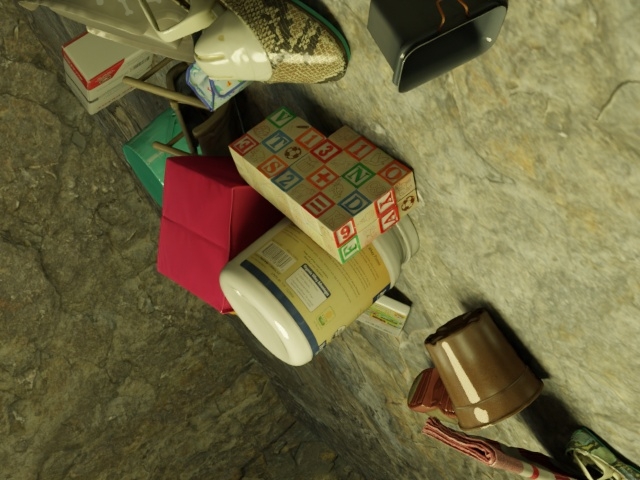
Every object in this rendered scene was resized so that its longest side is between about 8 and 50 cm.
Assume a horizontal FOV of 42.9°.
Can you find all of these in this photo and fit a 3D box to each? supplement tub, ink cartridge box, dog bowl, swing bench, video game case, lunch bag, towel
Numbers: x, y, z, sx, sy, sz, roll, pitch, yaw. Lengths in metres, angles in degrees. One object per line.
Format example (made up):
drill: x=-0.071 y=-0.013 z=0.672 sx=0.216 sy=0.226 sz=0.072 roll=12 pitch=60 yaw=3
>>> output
supplement tub: x=0.001 y=0.047 z=1.472 sx=0.228 sy=0.316 sz=0.228 roll=44 pitch=162 yaw=19
ink cartridge box: x=-0.531 y=-0.445 z=2.048 sx=0.114 sy=0.197 sz=0.273 roll=53 pitch=163 yaw=-2
dog bowl: x=-0.382 y=-0.437 z=1.543 sx=0.349 sy=0.102 sz=0.349 roll=16 pitch=-175 yaw=-1
swing bench: x=-0.268 y=-0.264 z=1.813 sx=0.255 sy=0.165 sz=0.253 roll=38 pitch=159 yaw=24
video game case: x=0.082 y=0.136 z=1.802 sx=0.227 sy=0.026 sz=0.206 roll=24 pitch=162 yaw=8
lunch bag: x=-0.166 y=-0.319 z=1.470 sx=0.096 sy=0.129 sz=0.151 roll=48 pitch=162 yaw=5
towel: x=0.374 y=0.400 z=1.472 sx=0.329 sy=0.037 sz=0.237 roll=22 pitch=174 yaw=-22

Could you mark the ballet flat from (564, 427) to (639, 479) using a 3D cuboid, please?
ballet flat: x=0.492 y=0.396 z=1.370 sx=0.188 sy=0.070 sz=0.070 roll=37 pitch=159 yaw=39

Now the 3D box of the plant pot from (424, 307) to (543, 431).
plant pot: x=0.273 y=0.218 z=1.420 sx=0.165 sy=0.167 sz=0.167 roll=59 pitch=163 yaw=-2

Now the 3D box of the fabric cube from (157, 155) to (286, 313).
fabric cube: x=-0.152 y=-0.023 z=1.655 sx=0.258 sy=0.254 sz=0.259 roll=24 pitch=112 yaw=47

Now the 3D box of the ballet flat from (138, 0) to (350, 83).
ballet flat: x=-0.172 y=-0.361 z=1.300 sx=0.483 sy=0.182 sz=0.164 roll=43 pitch=161 yaw=24

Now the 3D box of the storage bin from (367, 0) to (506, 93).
storage bin: x=0.119 y=-0.242 z=0.892 sx=0.091 sy=0.135 sz=0.098 roll=56 pitch=166 yaw=19

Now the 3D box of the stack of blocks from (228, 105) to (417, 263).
stack of blocks: x=0.001 y=-0.113 z=1.394 sx=0.297 sy=0.171 sz=0.087 roll=40 pitch=160 yaw=35

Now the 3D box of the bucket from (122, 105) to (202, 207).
bucket: x=-0.385 y=-0.207 z=2.193 sx=0.281 sy=0.183 sz=0.281 roll=45 pitch=163 yaw=19

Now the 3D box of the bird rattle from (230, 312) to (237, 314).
bird rattle: x=-0.143 y=0.119 z=2.120 sx=0.254 sy=0.206 sz=0.143 roll=20 pitch=-173 yaw=-43

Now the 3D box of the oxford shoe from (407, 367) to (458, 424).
oxford shoe: x=0.307 y=0.323 z=1.681 sx=0.130 sy=0.123 sz=0.348 roll=27 pitch=166 yaw=-12
